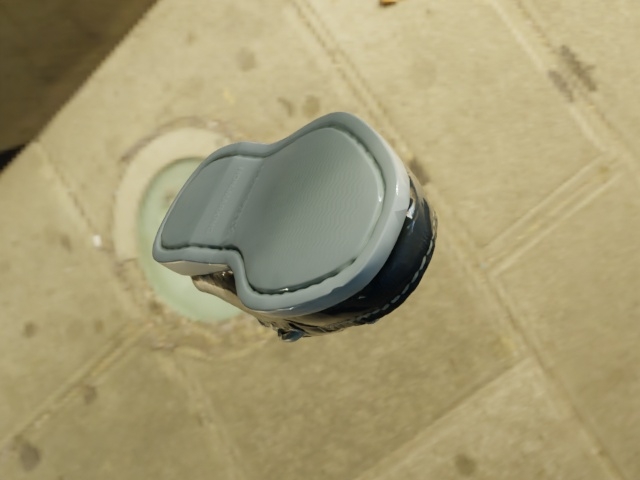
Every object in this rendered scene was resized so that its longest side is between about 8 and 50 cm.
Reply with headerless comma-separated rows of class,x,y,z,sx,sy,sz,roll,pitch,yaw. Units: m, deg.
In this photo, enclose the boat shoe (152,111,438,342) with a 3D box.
boat shoe,0.000,0.000,0.821,0.114,0.091,0.302,-60,20,-4
